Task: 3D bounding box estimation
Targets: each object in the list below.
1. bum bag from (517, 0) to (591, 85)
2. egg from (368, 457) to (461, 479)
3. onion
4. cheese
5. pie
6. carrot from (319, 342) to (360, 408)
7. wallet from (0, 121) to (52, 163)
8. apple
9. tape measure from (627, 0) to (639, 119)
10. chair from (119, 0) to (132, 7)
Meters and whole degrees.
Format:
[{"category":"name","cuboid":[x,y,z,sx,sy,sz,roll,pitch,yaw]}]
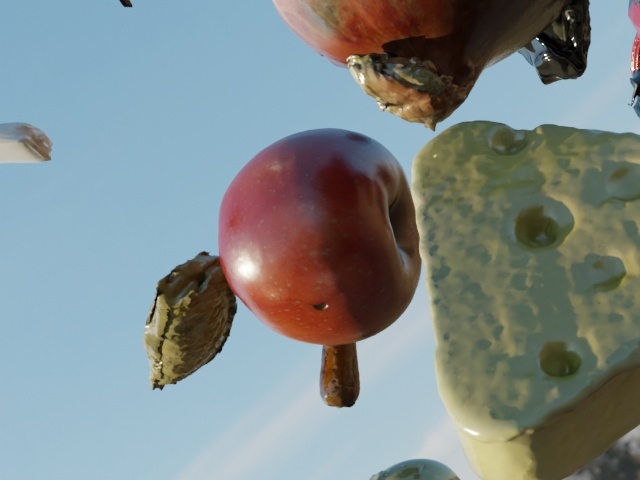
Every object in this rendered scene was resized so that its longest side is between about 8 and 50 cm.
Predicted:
[{"category":"bum bag","cuboid":[0.249,-0.344,1.756,0.095,0.144,0.340,-12,-72,-25]},{"category":"egg","cuboid":[0.125,0.405,2.238,0.201,0.164,0.164,-50,-13,-17]},{"category":"onion","cuboid":[0.109,-0.311,1.589,0.354,0.353,0.353,-38,-16,-13]},{"category":"cheese","cuboid":[0.265,0.019,1.395,0.384,0.384,0.104,-38,-45,-13]},{"category":"pie","cuboid":[-0.165,0.110,1.982,0.129,0.068,0.282,-32,-19,-22]},{"category":"carrot","cuboid":[0.025,0.140,2.065,0.055,0.161,0.055,-2,-12,0]},{"category":"wallet","cuboid":[-0.422,-0.115,1.912,0.190,0.033,0.095,-3,-14,13]},{"category":"apple","cuboid":[0.000,0.000,1.854,0.217,0.260,0.260,-11,-8,16]},{"category":"tape measure","cuboid":[0.515,-0.239,2.032,0.114,0.253,0.260,-95,3,-68]},{"category":"chair","cuboid":[-0.289,-0.407,1.868,0.213,0.149,0.174,75,-145,-57]}]
